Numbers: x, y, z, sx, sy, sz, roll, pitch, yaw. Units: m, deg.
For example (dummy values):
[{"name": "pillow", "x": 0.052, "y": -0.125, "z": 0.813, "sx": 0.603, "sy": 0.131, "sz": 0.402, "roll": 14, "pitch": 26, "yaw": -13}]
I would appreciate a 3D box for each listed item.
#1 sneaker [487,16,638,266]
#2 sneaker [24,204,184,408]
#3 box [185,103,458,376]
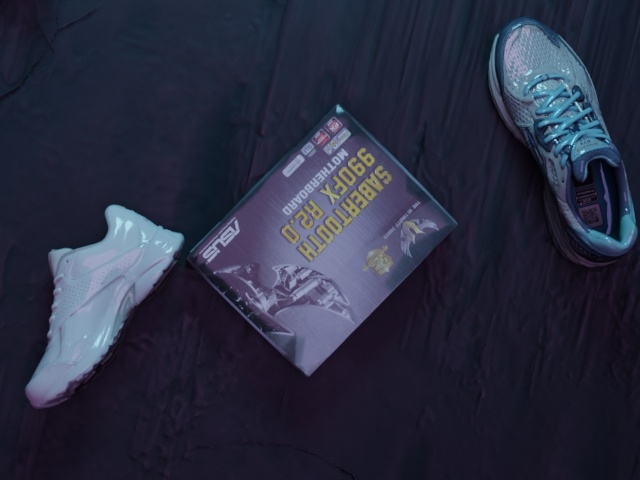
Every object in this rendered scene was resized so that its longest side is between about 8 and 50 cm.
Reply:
[{"name": "sneaker", "x": 0.270, "y": -0.108, "z": 1.489, "sx": 0.110, "sy": 0.122, "sz": 0.283, "roll": -24, "pitch": 94, "yaw": -5}, {"name": "sneaker", "x": -0.246, "y": 0.065, "z": 1.467, "sx": 0.115, "sy": 0.090, "sz": 0.232, "roll": 34, "pitch": 79, "yaw": 1}, {"name": "box", "x": 0.000, "y": 0.000, "z": 1.497, "sx": 0.231, "sy": 0.056, "sz": 0.183, "roll": -45, "pitch": 94, "yaw": -3}]
